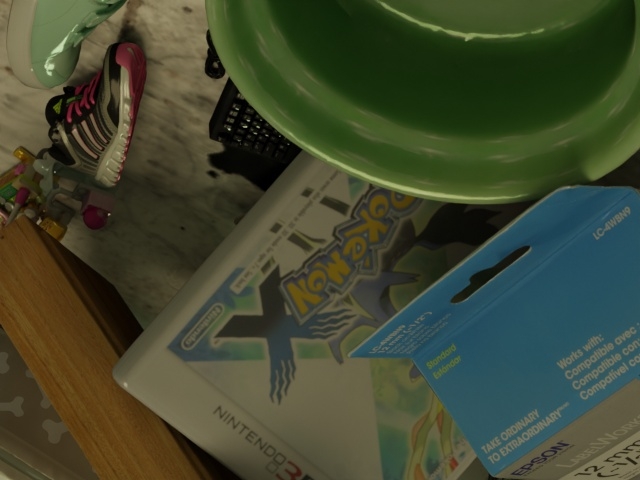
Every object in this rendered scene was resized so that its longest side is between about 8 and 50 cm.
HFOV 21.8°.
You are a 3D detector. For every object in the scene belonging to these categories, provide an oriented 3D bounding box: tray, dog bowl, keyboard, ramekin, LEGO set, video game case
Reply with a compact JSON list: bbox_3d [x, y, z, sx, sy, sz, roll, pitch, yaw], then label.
[{"bbox_3d":[-0.131,0.177,1.382,0.076,0.411,0.203,-36,159,1],"label":"tray"},{"bbox_3d":[-0.271,0.192,1.658,0.349,0.102,0.349,30,165,9],"label":"dog bowl"},{"bbox_3d":[-0.046,-0.129,1.314,0.108,0.023,0.180,22,142,-6],"label":"keyboard"},{"bbox_3d":[0.089,-0.176,1.092,0.304,0.148,0.303,11,143,9],"label":"ramekin"},{"bbox_3d":[-0.287,0.024,1.536,0.132,0.107,0.287,23,143,-7],"label":"LEGO set"},{"bbox_3d":[0.048,0.067,1.323,0.300,0.329,0.036,42,178,-29],"label":"video game case"}]

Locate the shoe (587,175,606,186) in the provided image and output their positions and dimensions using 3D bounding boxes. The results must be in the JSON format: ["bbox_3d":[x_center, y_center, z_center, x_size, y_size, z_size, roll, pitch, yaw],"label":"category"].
[{"bbox_3d":[0.167,-0.064,1.280,0.081,0.063,0.178,1,135,23],"label":"shoe"}]

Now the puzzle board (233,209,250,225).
[{"bbox_3d":[0.000,0.000,1.469,0.128,0.011,0.096,37,140,-23],"label":"puzzle board"}]

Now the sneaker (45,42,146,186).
[{"bbox_3d":[-0.188,-0.106,1.366,0.075,0.063,0.170,15,148,-6],"label":"sneaker"}]

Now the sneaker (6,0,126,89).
[{"bbox_3d":[-0.143,-0.180,1.228,0.151,0.094,0.256,20,144,-4],"label":"sneaker"}]

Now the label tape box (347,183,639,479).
[{"bbox_3d":[0.234,0.084,1.249,0.348,0.115,0.249,9,142,-40],"label":"label tape box"}]

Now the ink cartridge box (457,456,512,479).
[{"bbox_3d":[0.060,0.258,1.554,0.211,0.121,0.289,-16,132,36],"label":"ink cartridge box"}]
